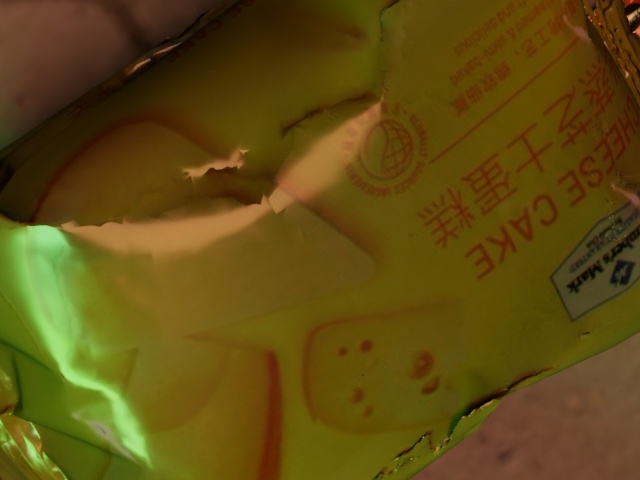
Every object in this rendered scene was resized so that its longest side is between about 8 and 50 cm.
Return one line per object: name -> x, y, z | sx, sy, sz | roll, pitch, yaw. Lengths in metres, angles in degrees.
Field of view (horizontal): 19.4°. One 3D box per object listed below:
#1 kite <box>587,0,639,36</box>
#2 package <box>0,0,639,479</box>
kite -> 0.162, -0.090, 0.537 | 0.222, 0.008, 0.125 | 3, 100, -15
package -> 0.000, 0.000, 0.472 | 0.226, 0.090, 0.168 | -35, 111, -6
